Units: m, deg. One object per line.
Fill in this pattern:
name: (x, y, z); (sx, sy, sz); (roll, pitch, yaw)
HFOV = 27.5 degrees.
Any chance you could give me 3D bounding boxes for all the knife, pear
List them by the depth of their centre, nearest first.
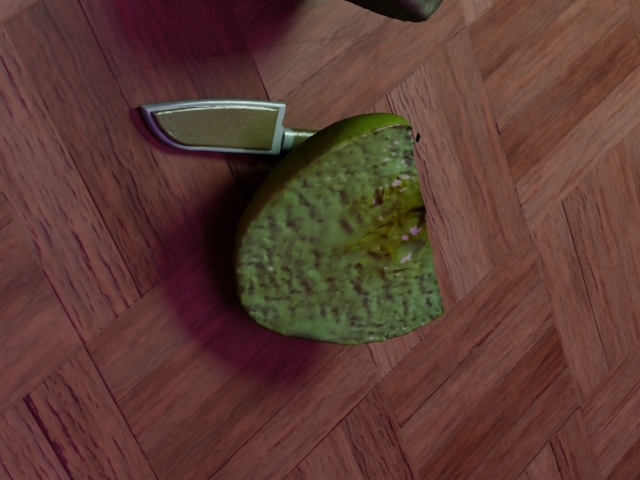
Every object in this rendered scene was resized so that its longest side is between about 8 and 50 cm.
knife: (-0.059, -0.126, 1.462); (0.343, 0.027, 0.061); (0, 109, -41)
pear: (-0.003, -0.005, 1.483); (0.239, 0.139, 0.288); (-27, 129, -17)

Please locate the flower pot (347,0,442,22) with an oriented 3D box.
flower pot: (0.081, -0.416, 1.351); (0.293, 0.293, 0.330); (23, 91, -45)
